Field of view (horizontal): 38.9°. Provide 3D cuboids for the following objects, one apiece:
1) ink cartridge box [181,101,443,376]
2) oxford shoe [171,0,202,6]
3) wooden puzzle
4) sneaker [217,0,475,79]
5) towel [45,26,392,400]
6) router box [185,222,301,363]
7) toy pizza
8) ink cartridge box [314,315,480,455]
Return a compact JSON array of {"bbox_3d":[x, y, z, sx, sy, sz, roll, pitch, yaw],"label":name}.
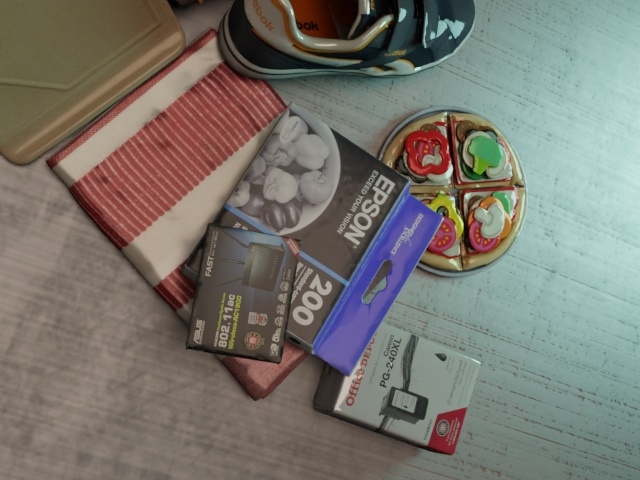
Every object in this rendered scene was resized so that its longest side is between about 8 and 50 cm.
[{"bbox_3d":[0.000,0.000,0.928,0.208,0.045,0.206,33,77,-6],"label":"ink cartridge box"},{"bbox_3d":[-0.110,-0.313,0.949,0.363,0.130,0.133,2,116,-26],"label":"oxford shoe"},{"bbox_3d":[-0.261,-0.213,0.833,0.221,0.044,0.239,-38,139,-9],"label":"wooden puzzle"},{"bbox_3d":[0.059,-0.243,0.964,0.321,0.127,0.126,-17,83,-29],"label":"sneaker"},{"bbox_3d":[-0.089,-0.030,0.956,0.237,0.037,0.329,-43,98,-16],"label":"towel"},{"bbox_3d":[-0.073,0.050,0.865,0.092,0.038,0.123,10,83,-6],"label":"router box"},{"bbox_3d":[0.158,-0.059,1.048,0.201,0.032,0.201,2,84,-20],"label":"toy pizza"},{"bbox_3d":[0.083,0.157,0.984,0.150,0.063,0.109,23,77,-16],"label":"ink cartridge box"}]
